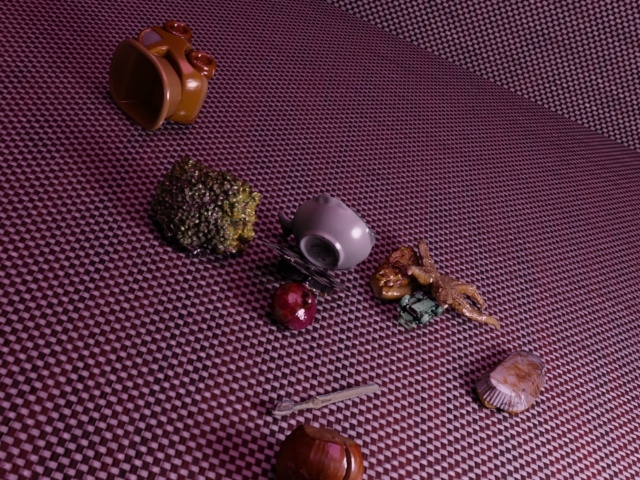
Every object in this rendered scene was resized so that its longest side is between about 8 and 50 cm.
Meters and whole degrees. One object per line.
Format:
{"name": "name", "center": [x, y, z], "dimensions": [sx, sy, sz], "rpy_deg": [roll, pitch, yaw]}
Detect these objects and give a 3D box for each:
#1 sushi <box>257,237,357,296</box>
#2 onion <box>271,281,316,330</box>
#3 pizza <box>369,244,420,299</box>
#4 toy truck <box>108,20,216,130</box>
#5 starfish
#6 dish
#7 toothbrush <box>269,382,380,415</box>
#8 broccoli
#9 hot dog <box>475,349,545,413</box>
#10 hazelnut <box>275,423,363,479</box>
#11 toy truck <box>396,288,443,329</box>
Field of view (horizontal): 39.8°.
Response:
{"name": "sushi", "center": [-0.042, 0.078, 1.969], "dimensions": [0.192, 0.050, 0.215], "rpy_deg": [35, 6, 29]}
{"name": "onion", "center": [-0.054, 0.138, 1.877], "dimensions": [0.107, 0.097, 0.107], "rpy_deg": [25, 48, -31]}
{"name": "pizza", "center": [0.194, 0.078, 2.171], "dimensions": [0.127, 0.058, 0.246], "rpy_deg": [39, 32, 15]}
{"name": "toy truck", "center": [-0.401, -0.417, 2.252], "dimensions": [0.212, 0.204, 0.288], "rpy_deg": [-15, 55, -44]}
{"name": "starfish", "center": [0.298, 0.118, 2.145], "dimensions": [0.299, 0.060, 0.302], "rpy_deg": [51, 22, 19]}
{"name": "dish", "center": [0.000, 0.000, 2.034], "dimensions": [0.246, 0.224, 0.078], "rpy_deg": [9, 44, 26]}
{"name": "toothbrush", "center": [0.015, 0.314, 1.757], "dimensions": [0.294, 0.028, 0.026], "rpy_deg": [-1, 45, -45]}
{"name": "broccoli", "center": [-0.234, -0.098, 1.974], "dimensions": [0.243, 0.180, 0.273], "rpy_deg": [34, 33, 9]}
{"name": "hot dog", "center": [0.445, 0.322, 2.032], "dimensions": [0.131, 0.069, 0.253], "rpy_deg": [32, 29, 21]}
{"name": "hazelnut", "center": [-0.002, 0.398, 1.548], "dimensions": [0.154, 0.143, 0.143], "rpy_deg": [17, 35, -5]}
{"name": "toy truck", "center": [0.227, 0.170, 2.074], "dimensions": [0.080, 0.078, 0.154], "rpy_deg": [40, 18, 15]}
